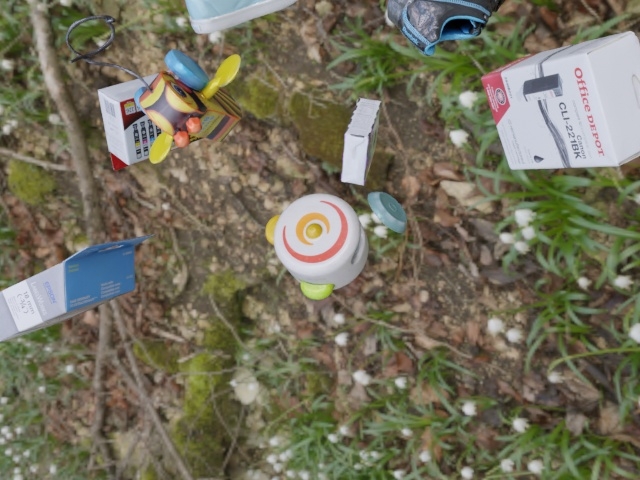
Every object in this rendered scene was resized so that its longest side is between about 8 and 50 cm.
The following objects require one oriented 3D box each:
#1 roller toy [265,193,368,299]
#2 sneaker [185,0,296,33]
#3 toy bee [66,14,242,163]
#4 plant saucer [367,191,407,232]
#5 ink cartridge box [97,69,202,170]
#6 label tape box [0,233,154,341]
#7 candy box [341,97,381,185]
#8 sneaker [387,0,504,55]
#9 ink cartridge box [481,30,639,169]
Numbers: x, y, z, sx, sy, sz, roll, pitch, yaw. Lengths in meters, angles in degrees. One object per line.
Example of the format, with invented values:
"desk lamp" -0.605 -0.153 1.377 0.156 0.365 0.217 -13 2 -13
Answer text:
"roller toy" 0.000 0.000 1.463 0.209 0.191 0.146 55 180 26
"sneaker" -0.168 -0.648 1.676 0.135 0.365 0.150 42 155 46
"toy bee" -0.206 -0.184 0.964 0.162 0.298 0.195 54 129 23
"plant saucer" 0.158 -0.070 1.530 0.021 0.119 0.119 -44 44 28
"ink cartridge box" -0.496 -0.359 2.073 0.130 0.309 0.272 32 135 36
"label tape box" -0.544 0.106 1.499 0.333 0.240 0.106 -23 89 22
"candy box" 0.117 -0.283 1.915 0.196 0.070 0.165 -70 -12 -46
"sneaker" 0.303 -0.465 1.326 0.140 0.340 0.125 60 168 20
"ink cartridge box" 0.438 -0.238 1.198 0.273 0.114 0.197 10 125 65
